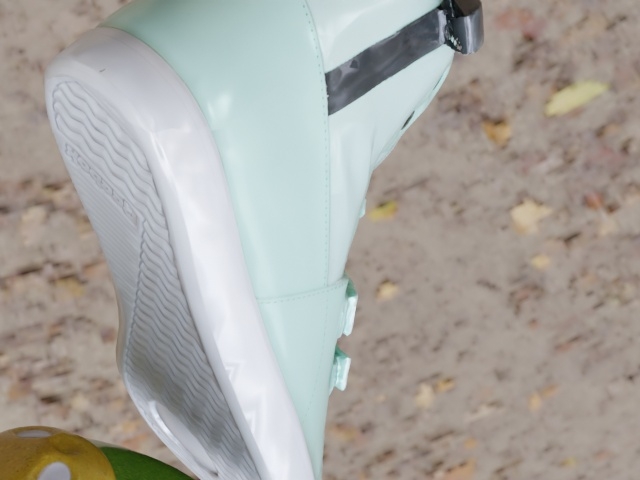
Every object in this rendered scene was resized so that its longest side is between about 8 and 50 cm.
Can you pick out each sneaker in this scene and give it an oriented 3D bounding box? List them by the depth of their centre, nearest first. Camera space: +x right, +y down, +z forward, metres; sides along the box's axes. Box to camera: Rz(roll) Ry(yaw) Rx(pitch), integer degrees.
[{"bbox_3d":[0.000,0.000,0.565,0.151,0.094,0.256,-39,145,-26],"label":"sneaker"}]

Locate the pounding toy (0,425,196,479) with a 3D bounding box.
[{"bbox_3d":[-0.109,0.108,0.450,0.182,0.237,0.110,-15,120,-3],"label":"pounding toy"}]
